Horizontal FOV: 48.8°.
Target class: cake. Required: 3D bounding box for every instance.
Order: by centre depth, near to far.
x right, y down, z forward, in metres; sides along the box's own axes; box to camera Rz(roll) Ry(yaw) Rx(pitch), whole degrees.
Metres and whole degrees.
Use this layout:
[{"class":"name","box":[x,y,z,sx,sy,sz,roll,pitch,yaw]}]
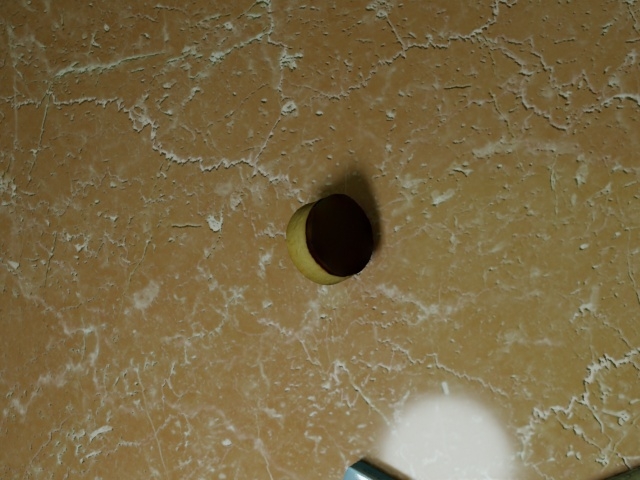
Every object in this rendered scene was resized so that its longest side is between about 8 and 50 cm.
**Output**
[{"class":"cake","box":[0.000,0.000,1.595,0.178,0.208,0.185,-10,41,49]}]

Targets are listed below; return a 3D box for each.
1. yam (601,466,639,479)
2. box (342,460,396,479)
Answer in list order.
[{"class":"yam","box":[0.550,0.513,1.341,0.194,0.107,0.107,-31,73,15]},{"class":"box","box":[0.091,0.620,1.532,0.142,0.083,0.232,23,92,22]}]
